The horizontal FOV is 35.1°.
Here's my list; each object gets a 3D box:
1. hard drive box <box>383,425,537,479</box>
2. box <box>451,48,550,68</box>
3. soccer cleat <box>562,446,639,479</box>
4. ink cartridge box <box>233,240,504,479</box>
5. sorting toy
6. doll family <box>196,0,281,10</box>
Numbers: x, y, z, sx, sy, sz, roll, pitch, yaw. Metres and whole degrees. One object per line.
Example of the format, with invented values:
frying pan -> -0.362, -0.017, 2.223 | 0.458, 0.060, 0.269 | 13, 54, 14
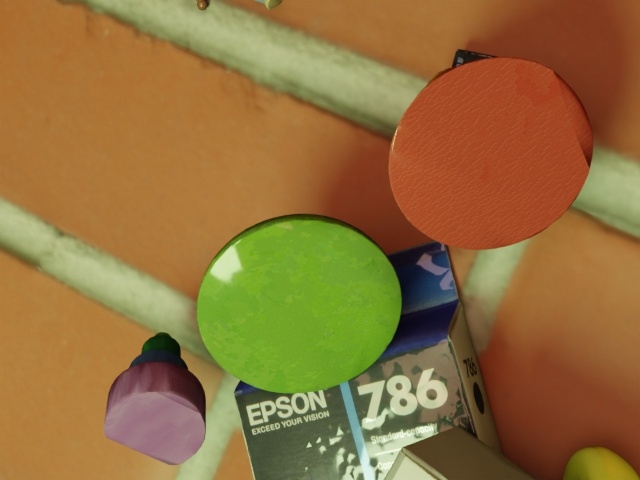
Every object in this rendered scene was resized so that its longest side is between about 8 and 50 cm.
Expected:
hard drive box -> 0.080, 0.254, 0.564 | 0.181, 0.089, 0.232 | 34, 105, 26
box -> 0.115, -0.082, 0.688 | 0.067, 0.018, 0.083 | 17, 93, 21
soccer cleat -> 0.218, 0.264, 0.610 | 0.121, 0.093, 0.289 | -12, 79, -6
ink cartridge box -> 0.044, 0.176, 0.681 | 0.165, 0.065, 0.333 | -18, 80, 20
sorting toy -> 0.000, 0.000, 0.663 | 0.365, 0.126, 0.127 | -40, 117, 15
doll family -> -0.058, -0.261, 0.734 | 0.111, 0.076, 0.193 | 27, 100, 15
